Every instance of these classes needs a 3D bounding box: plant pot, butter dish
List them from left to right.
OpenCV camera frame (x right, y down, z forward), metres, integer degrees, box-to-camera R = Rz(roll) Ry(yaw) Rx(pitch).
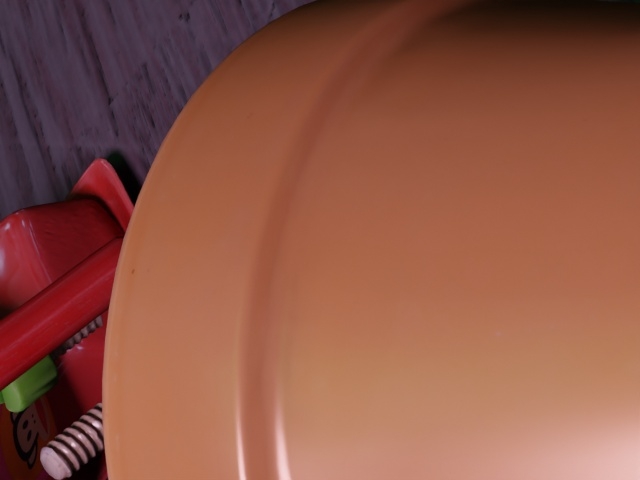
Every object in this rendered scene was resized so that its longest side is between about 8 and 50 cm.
[{"bbox_3d":[-0.168,0.052,0.943,0.160,0.118,0.160,-53,52,33],"label":"butter dish"},{"bbox_3d":[0.108,0.045,0.512,0.203,0.291,0.291,-7,82,45],"label":"plant pot"}]

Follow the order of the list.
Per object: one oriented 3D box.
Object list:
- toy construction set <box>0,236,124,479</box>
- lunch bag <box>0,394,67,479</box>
[{"bbox_3d":[-0.104,0.189,0.695,0.257,0.237,0.309,-5,117,53],"label":"toy construction set"},{"bbox_3d":[-0.223,0.209,0.841,0.120,0.258,0.293,7,129,13],"label":"lunch bag"}]
